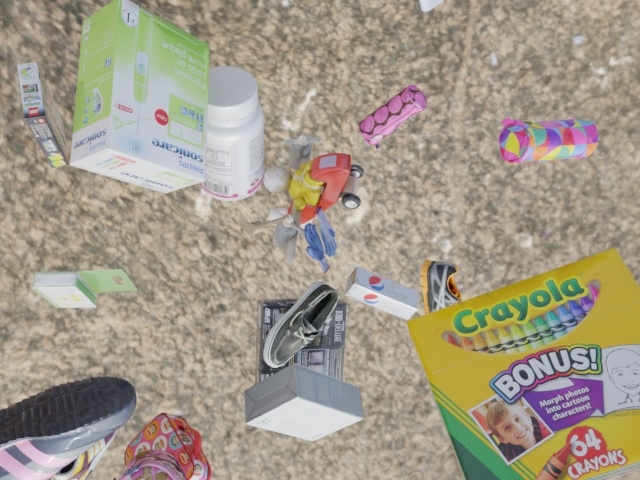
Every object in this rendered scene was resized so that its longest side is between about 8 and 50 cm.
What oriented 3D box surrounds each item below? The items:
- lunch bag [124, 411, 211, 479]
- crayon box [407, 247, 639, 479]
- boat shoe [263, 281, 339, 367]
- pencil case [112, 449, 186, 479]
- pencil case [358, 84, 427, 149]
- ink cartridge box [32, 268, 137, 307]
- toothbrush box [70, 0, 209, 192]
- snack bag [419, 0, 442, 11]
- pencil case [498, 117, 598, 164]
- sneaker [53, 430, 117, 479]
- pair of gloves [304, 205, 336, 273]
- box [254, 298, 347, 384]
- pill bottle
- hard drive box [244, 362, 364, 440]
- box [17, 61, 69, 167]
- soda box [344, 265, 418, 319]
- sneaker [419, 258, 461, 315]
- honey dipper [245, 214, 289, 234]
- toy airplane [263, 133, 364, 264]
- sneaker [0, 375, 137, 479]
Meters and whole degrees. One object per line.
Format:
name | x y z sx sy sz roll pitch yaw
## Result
lunch bag | -0.484 0.705 2.035 0.258 0.293 0.120 -47 138 4
crayon box | 0.360 0.219 0.990 0.363 0.313 0.106 -20 149 3
boat shoe | -0.042 0.186 1.376 0.078 0.070 0.219 40 80 -30
pencil case | -0.432 0.623 1.599 0.167 0.386 0.160 38 73 -1
pencil case | 0.212 -0.362 1.847 0.095 0.098 0.209 44 125 -15
ink cartridge box | -0.653 0.136 1.768 0.235 0.056 0.171 0 155 0
toothbrush box | -0.317 -0.252 1.139 0.206 0.122 0.283 17 69 -49
snack bag | 0.274 -0.688 1.302 0.342 0.037 0.323 -41 126 -13
pencil case | 0.512 -0.227 1.421 0.236 0.104 0.104 -5 114 -28
sneaker | -0.477 0.408 1.291 0.084 0.069 0.185 78 28 -55
pair of gloves | 0.000 0.000 1.818 0.023 0.198 0.159 -12 115 24
box | -0.057 0.319 1.768 0.242 0.076 0.307 0 97 -16
pill bottle | -0.207 -0.236 1.419 0.160 0.160 0.283 -20 147 -19
hard drive box | -0.040 0.398 1.532 0.181 0.089 0.232 -33 136 30
box | -0.527 -0.234 1.209 0.036 0.207 0.114 -11 74 -13
soda box | 0.185 0.159 1.898 0.216 0.074 0.069 22 135 -11
sneaker | 0.280 0.146 1.432 0.084 0.083 0.215 -43 125 -59
honey dipper | -0.127 -0.043 1.565 0.160 0.030 0.030 -23 127 -57
toy airplane | -0.072 -0.150 2.024 0.272 0.386 0.384 25 100 -26
sneaker | -0.396 0.298 0.882 0.319 0.112 0.131 -20 121 -6
